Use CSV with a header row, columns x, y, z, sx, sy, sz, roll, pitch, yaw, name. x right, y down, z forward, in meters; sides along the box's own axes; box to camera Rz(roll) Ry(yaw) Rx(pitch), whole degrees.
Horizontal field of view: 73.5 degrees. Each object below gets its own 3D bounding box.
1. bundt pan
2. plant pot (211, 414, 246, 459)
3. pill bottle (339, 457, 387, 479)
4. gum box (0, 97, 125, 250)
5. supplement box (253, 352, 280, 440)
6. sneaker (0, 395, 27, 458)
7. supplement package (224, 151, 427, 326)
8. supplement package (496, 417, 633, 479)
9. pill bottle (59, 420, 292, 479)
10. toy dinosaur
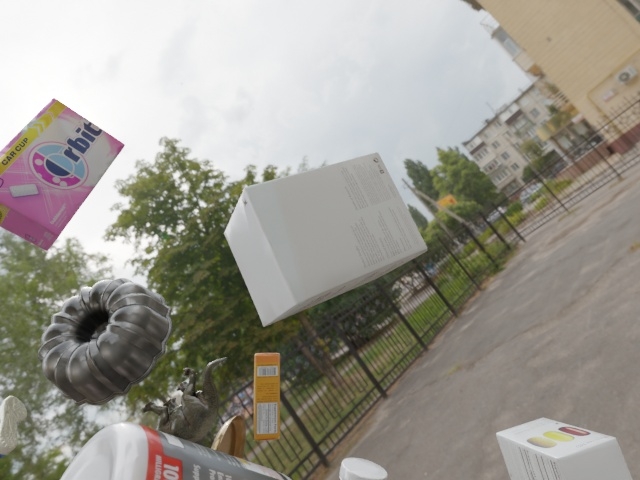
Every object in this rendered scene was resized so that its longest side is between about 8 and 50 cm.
x,y,z,sx,sy,sz,roll,pitch,yaw,name
-0.551,0.231,1.074,0.331,0.331,0.124,-35,-41,-11,bundt pan
-0.262,0.601,1.175,0.032,0.236,0.236,6,-3,12,plant pot
0.063,0.545,0.819,0.121,0.121,0.216,56,-134,-80,pill bottle
-0.361,-0.096,0.579,0.062,0.107,0.188,-27,37,41,gum box
-0.155,0.445,1.236,0.080,0.233,0.078,3,-14,-8,supplement box
-0.600,0.356,0.786,0.084,0.058,0.152,-37,31,-13,sneaker
0.000,0.000,0.766,0.263,0.199,0.198,-20,-12,-27,supplement package
0.516,0.485,0.920,0.139,0.133,0.244,-14,-12,-9,supplement package
-0.139,0.384,0.537,0.210,0.363,0.210,-34,36,29,pill bottle
-0.304,0.404,0.991,0.313,0.160,0.121,-42,-26,-6,toy dinosaur
